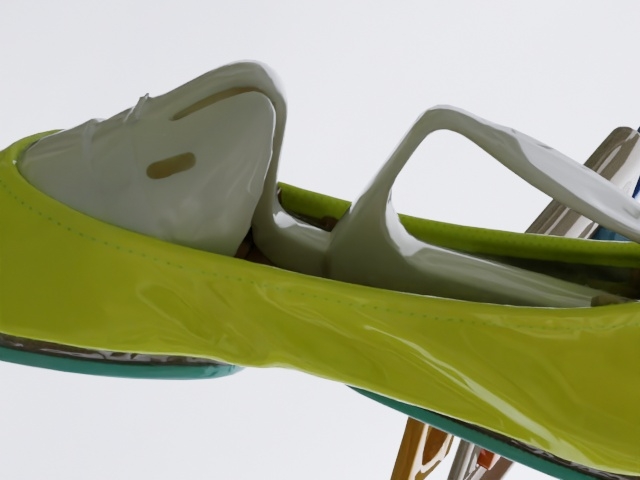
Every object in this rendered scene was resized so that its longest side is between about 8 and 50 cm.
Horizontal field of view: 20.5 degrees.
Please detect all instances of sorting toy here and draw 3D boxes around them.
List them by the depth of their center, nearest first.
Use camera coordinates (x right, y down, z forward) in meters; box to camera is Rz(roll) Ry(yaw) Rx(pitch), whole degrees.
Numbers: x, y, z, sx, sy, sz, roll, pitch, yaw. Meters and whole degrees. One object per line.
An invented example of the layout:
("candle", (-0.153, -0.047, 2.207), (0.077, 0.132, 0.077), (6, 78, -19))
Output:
("sorting toy", (0.143, 0.055, 1.045), (0.047, 0.196, 0.348), (25, -137, 20))

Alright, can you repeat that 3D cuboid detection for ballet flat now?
("ballet flat", (0.000, 0.000, 0.420), (0.077, 0.231, 0.077), (-78, -178, -68))
